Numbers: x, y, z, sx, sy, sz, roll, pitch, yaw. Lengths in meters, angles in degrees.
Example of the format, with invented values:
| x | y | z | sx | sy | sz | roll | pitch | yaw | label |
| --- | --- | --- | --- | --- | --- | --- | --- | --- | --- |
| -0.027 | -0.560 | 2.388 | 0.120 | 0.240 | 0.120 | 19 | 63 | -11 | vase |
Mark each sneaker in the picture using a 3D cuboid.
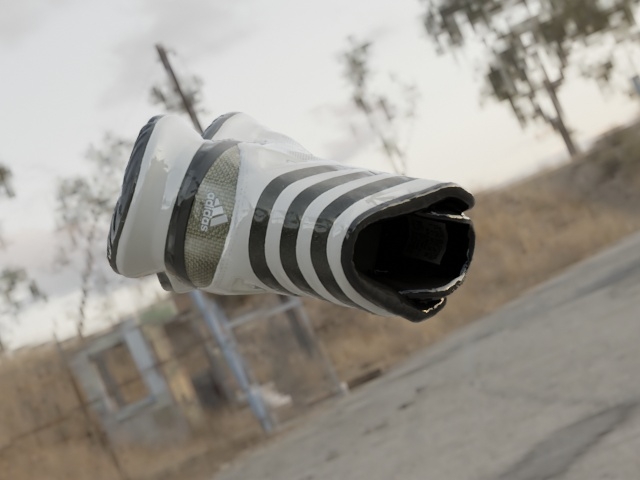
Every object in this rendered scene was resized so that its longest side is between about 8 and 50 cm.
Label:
| x | y | z | sx | sy | sz | roll | pitch | yaw | label |
| --- | --- | --- | --- | --- | --- | --- | --- | --- | --- |
| 0.000 | 0.001 | 1.295 | 0.257 | 0.169 | 0.447 | 16 | 5 | 7 | sneaker |
